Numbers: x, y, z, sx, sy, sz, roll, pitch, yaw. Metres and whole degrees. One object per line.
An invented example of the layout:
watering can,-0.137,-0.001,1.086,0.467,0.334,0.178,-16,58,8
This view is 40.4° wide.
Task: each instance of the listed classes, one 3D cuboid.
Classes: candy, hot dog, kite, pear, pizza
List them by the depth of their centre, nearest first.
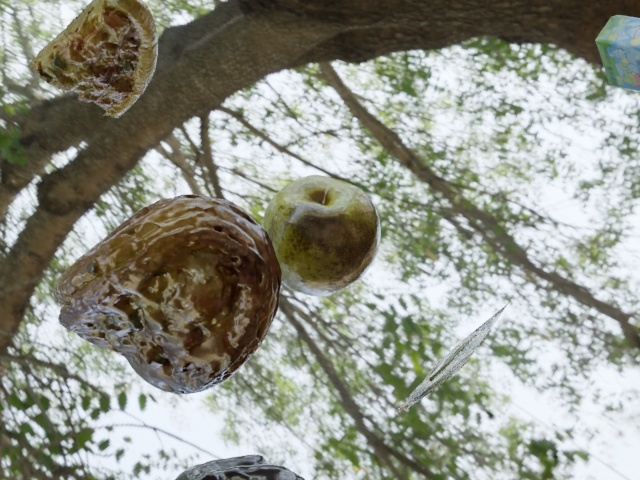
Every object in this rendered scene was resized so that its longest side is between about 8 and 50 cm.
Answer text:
hot dog,-0.224,0.087,1.217,0.267,0.387,0.174,38,-133,-17
candy,0.497,-0.256,1.237,0.062,0.194,0.097,-50,-46,-15
pizza,-0.341,-0.276,1.337,0.197,0.058,0.292,-15,-28,-28
pear,0.000,0.000,1.408,0.197,0.197,0.197,-15,-62,-31
kite,0.266,0.233,1.730,0.327,0.013,0.377,-42,-7,-10

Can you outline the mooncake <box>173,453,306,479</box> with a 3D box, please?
mooncake,-0.122,0.495,1.248,0.212,0.381,0.351,-1,-93,-29
